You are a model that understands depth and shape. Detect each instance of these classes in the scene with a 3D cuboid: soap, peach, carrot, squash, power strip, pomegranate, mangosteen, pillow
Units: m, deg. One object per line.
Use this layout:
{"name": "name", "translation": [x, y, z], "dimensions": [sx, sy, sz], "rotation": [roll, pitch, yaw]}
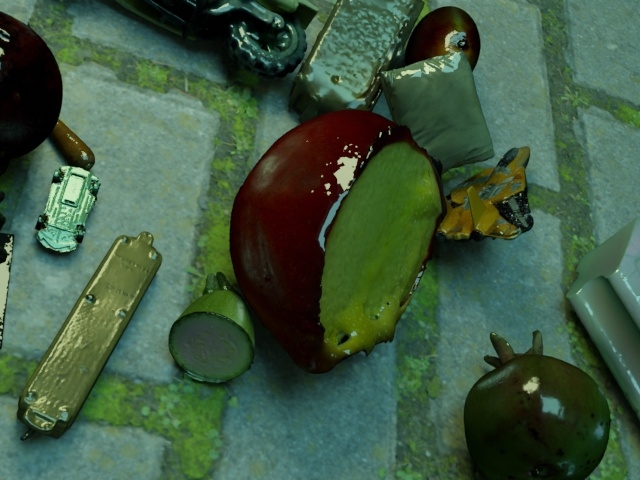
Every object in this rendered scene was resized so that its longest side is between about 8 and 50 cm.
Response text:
{"name": "soap", "translation": [0.502, 0.136, 1.434], "dimensions": [0.208, 0.115, 0.347], "rotation": [-5, 58, -37]}
{"name": "peach", "translation": [0.000, 0.000, 1.240], "dimensions": [0.201, 0.257, 0.361], "rotation": [6, 56, 31]}
{"name": "carrot", "translation": [-0.321, -0.124, 1.275], "dimensions": [0.032, 0.032, 0.093], "rotation": [-31, 69, -38]}
{"name": "squash", "translation": [-0.117, 0.092, 1.201], "dimensions": [0.105, 0.105, 0.132], "rotation": [27, 31, -7]}
{"name": "power strip", "translation": [-0.261, 0.106, 1.137], "dimensions": [0.064, 0.044, 0.305], "rotation": [28, 48, -7]}
{"name": "pomegranate", "translation": [0.262, 0.206, 1.251], "dimensions": [0.181, 0.181, 0.224], "rotation": [16, 36, -16]}
{"name": "mangosteen", "translation": [-0.401, -0.171, 1.159], "dimensions": [0.210, 0.210, 0.210], "rotation": [13, 53, -18]}
{"name": "pillow", "translation": [0.165, -0.179, 1.435], "dimensions": [0.134, 0.181, 0.078], "rotation": [-18, 21, 6]}

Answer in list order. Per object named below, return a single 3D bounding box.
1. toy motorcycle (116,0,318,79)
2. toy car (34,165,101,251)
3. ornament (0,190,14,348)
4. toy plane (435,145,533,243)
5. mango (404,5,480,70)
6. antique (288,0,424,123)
{"name": "toy motorcycle", "translation": [-0.186, -0.401, 1.452], "dimensions": [0.410, 0.169, 0.237], "rotation": [31, 55, -11]}
{"name": "toy car", "translation": [-0.308, -0.037, 1.218], "dimensions": [0.059, 0.035, 0.122], "rotation": [18, 60, -14]}
{"name": "ornament", "translation": [-0.392, -0.009, 1.052], "dimensions": [0.153, 0.196, 0.166], "rotation": [9, 53, -22]}
{"name": "toy plane", "translation": [0.257, -0.066, 1.476], "dimensions": [0.316, 0.204, 0.103], "rotation": [-31, 115, -54]}
{"name": "mango", "translation": [0.190, -0.297, 1.561], "dimensions": [0.111, 0.133, 0.267], "rotation": [18, 20, 0]}
{"name": "antique", "translation": [0.050, -0.280, 1.513], "dimensions": [0.125, 0.150, 0.284], "rotation": [27, 58, -3]}
